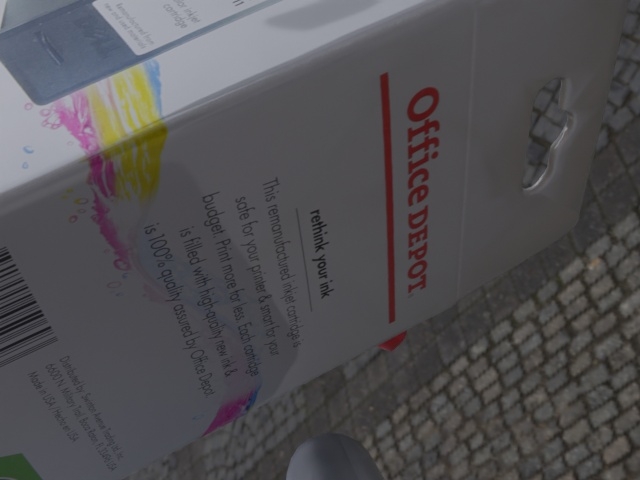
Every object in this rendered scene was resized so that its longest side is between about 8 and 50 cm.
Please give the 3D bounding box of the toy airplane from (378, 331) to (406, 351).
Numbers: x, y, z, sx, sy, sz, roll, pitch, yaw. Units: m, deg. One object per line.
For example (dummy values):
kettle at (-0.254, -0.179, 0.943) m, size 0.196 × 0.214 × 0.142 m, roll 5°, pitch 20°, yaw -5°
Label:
toy airplane at (0.000, 0.000, 0.582) m, size 0.151 × 0.151 × 0.028 m, roll -60°, pitch 18°, yaw 17°

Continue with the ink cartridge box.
ink cartridge box at (-0.054, -0.022, 0.423) m, size 0.119 × 0.353 × 0.207 m, roll 55°, pitch 164°, yaw 33°

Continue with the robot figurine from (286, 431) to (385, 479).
robot figurine at (-0.004, 0.240, 0.428) m, size 0.353 × 0.199 × 0.300 m, roll -176°, pitch 97°, yaw -80°
